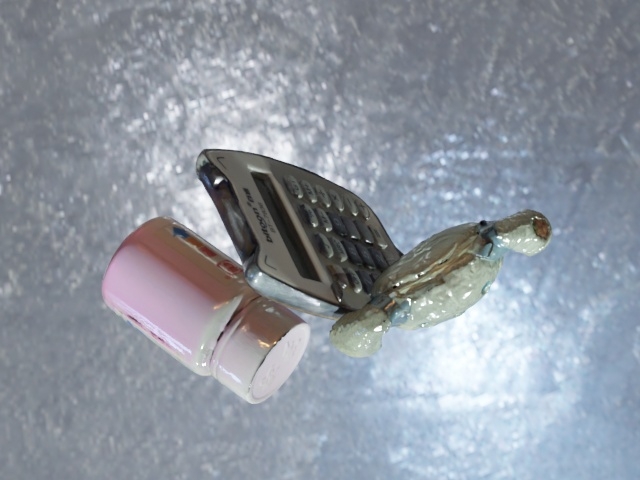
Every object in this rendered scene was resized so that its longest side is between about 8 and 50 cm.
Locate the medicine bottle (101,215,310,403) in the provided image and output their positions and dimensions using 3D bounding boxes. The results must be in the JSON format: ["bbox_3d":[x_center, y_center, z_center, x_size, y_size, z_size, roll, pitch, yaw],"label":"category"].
[{"bbox_3d":[-0.149,0.091,1.770,0.152,0.254,0.152,-47,160,-23],"label":"medicine bottle"}]

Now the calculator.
[{"bbox_3d":[0.000,0.000,1.236,0.268,0.177,0.040,12,134,-47],"label":"calculator"}]

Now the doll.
[{"bbox_3d":[0.099,0.032,1.151,0.214,0.072,0.103,-29,168,1],"label":"doll"}]
